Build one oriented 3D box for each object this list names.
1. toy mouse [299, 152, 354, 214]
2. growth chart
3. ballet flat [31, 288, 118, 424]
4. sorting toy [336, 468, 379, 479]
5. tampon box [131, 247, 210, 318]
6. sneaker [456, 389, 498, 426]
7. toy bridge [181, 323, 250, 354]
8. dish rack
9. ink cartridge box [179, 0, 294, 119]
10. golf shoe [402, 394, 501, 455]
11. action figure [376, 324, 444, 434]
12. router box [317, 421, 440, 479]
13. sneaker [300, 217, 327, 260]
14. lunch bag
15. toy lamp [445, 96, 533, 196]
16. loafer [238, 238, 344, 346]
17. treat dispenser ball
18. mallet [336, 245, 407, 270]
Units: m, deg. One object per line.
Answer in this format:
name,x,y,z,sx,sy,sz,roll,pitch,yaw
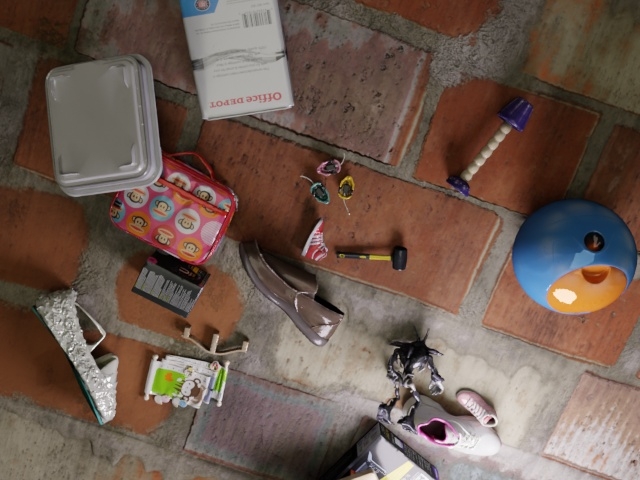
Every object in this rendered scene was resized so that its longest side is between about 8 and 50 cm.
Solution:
toy mouse,0.017,-0.156,1.673,0.143,0.031,0.160,8,105,-2
growth chart,-0.383,0.404,1.831,0.238,0.021,0.171,7,106,-1
ballet flat,-0.634,0.311,1.758,0.147,0.147,0.408,-22,104,6
sorting toy,0.074,0.770,1.805,0.257,0.089,0.255,-22,103,7
tampon box,-0.393,0.110,1.700,0.161,0.120,0.101,28,104,-7
sneaker,0.448,0.478,1.820,0.134,0.070,0.051,35,104,-7
toy bridge,-0.296,0.285,1.796,0.188,0.026,0.063,13,106,-3
dish rack,-0.542,-0.285,1.565,0.286,0.072,0.332,-7,88,12
ink cartridge box,-0.194,-0.460,1.543,0.223,0.129,0.307,-8,105,2
golf shoe,0.375,0.547,1.804,0.306,0.140,0.115,23,102,-7
action figure,0.246,0.378,1.758,0.164,0.141,0.275,10,64,28
router box,0.157,0.719,1.880,0.243,0.081,0.309,41,101,-9
sneaker,0.000,0.000,1.709,0.067,0.042,0.118,25,111,-2
lunch bag,-0.363,-0.103,1.651,0.293,0.120,0.258,27,99,-4
toy lamp,0.430,-0.238,1.625,0.080,0.080,0.274,34,102,-8
loafer,-0.072,0.117,1.707,0.130,0.134,0.366,-40,111,6
treat dispenser ball,0.623,0.039,1.590,0.288,0.288,0.288,0,105,0
mallet,0.139,0.053,1.730,0.190,0.039,0.062,-4,107,6
